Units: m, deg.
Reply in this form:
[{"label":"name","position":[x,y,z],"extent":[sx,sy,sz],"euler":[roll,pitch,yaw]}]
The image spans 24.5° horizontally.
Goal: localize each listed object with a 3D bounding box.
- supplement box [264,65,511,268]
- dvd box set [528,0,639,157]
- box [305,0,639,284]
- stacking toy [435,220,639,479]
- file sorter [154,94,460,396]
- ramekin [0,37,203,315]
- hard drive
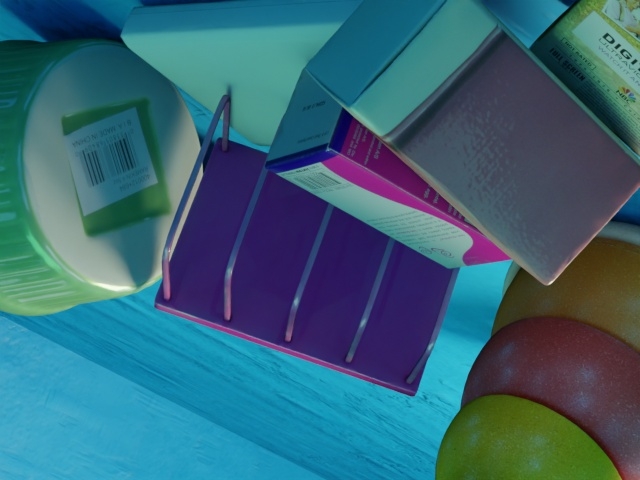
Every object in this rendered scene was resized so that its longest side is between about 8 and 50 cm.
[{"label":"supplement box","position":[0.081,-0.070,1.324],"extent":[0.220,0.114,0.111],"euler":[30,160,-26]},{"label":"dvd box set","position":[0.336,-0.114,0.978],"extent":[0.307,0.062,0.420],"euler":[42,162,0]},{"label":"box","position":[0.123,-0.097,1.176],"extent":[0.232,0.127,0.148],"euler":[40,-175,-23]},{"label":"stacking toy","position":[0.229,0.234,1.510],"extent":[0.350,0.480,0.351],"euler":[29,140,27]},{"label":"file sorter","position":[0.000,0.000,1.494],"extent":[0.290,0.202,0.182],"euler":[19,161,2]},{"label":"ramekin","position":[-0.265,-0.073,1.571],"extent":[0.148,0.303,0.303],"euler":[-5,151,39]},{"label":"hard drive","position":[0.007,-0.156,1.414],"extent":[0.353,0.047,0.233],"euler":[4,157,41]}]
